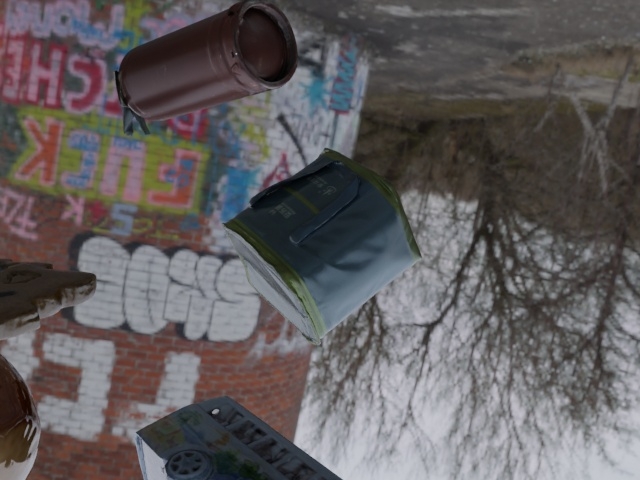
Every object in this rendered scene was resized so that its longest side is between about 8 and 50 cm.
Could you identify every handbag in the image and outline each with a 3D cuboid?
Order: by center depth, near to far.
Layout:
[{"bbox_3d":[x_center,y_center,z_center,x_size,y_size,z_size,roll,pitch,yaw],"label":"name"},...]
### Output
[{"bbox_3d":[0.000,0.000,1.308,0.241,0.222,0.263,-38,-136,-17],"label":"handbag"}]

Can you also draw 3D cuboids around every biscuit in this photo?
[{"bbox_3d":[-0.474,0.069,1.056,0.301,0.043,0.278,15,-154,43],"label":"biscuit"}]

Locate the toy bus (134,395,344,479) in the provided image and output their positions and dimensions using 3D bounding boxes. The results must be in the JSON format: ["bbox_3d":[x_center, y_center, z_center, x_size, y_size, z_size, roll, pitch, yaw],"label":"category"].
[{"bbox_3d":[-0.048,0.272,0.757,0.136,0.109,0.329,-24,-147,-35],"label":"toy bus"}]

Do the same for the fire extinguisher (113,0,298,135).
[{"bbox_3d":[-0.152,-0.186,0.886,0.269,0.105,0.105,-6,176,42],"label":"fire extinguisher"}]

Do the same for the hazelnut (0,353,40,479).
[{"bbox_3d":[-0.357,0.182,0.710,0.214,0.214,0.176,19,174,39],"label":"hazelnut"}]
